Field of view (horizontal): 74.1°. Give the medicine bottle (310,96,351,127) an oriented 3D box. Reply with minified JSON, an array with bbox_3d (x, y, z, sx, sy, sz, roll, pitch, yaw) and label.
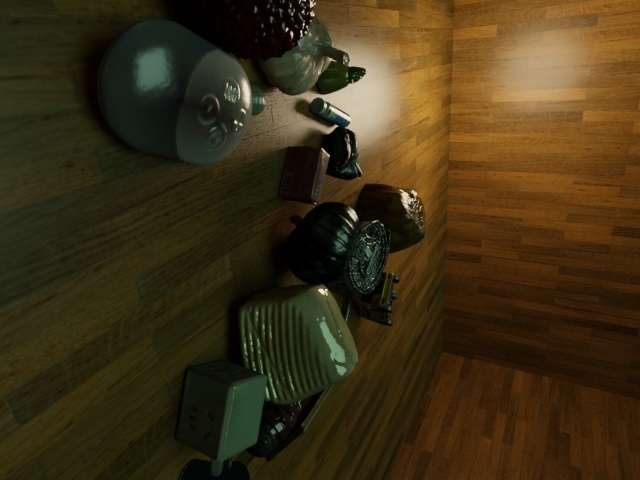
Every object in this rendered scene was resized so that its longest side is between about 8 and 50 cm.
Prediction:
[{"bbox_3d":[0.035,-0.395,1.320,0.191,0.051,0.051,-3,99,-62],"label":"medicine bottle"}]

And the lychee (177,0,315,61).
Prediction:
[{"bbox_3d":[-0.135,-0.470,0.790,0.264,0.300,0.264,6,74,-22],"label":"lychee"}]

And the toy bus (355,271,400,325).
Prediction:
[{"bbox_3d":[0.223,0.230,1.662,0.331,0.151,0.145,71,34,-65],"label":"toy bus"}]

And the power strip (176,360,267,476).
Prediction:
[{"bbox_3d":[-0.224,0.402,0.954,0.139,0.140,0.224,12,87,-62],"label":"power strip"}]

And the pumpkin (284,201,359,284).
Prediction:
[{"bbox_3d":[0.000,0.000,1.191,0.250,0.216,0.250,-47,180,0],"label":"pumpkin"}]

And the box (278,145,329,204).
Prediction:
[{"bbox_3d":[-0.045,-0.181,1.165,0.060,0.111,0.156,24,78,-61],"label":"box"}]

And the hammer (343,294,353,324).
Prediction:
[{"bbox_3d":[0.110,0.226,1.631,0.152,0.044,0.426,29,71,-61],"label":"hammer"}]

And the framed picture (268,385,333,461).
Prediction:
[{"bbox_3d":[-0.051,0.521,1.267,0.232,0.019,0.296,-44,170,-48],"label":"framed picture"}]

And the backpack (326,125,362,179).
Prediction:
[{"bbox_3d":[0.066,-0.275,1.355,0.120,0.106,0.165,14,67,-40],"label":"backpack"}]

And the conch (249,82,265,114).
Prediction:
[{"bbox_3d":[-0.160,-0.330,0.974,0.085,0.057,0.076,5,80,-63],"label":"conch"}]

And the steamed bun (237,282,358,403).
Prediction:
[{"bbox_3d":[-0.047,0.240,1.111,0.272,0.274,0.290,-44,117,-70],"label":"steamed bun"}]

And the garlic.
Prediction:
[{"bbox_3d":[-0.026,-0.462,1.024,0.218,0.212,0.218,-41,138,-51],"label":"garlic"}]

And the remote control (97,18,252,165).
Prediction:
[{"bbox_3d":[-0.243,-0.254,0.771,0.332,0.104,0.221,3,109,-61],"label":"remote control"}]

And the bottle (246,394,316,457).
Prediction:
[{"bbox_3d":[-0.122,0.463,1.167,0.156,0.143,0.271,-53,175,37],"label":"bottle"}]

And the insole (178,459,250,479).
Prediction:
[{"bbox_3d":[-0.260,0.615,1.080,0.322,0.007,0.109,55,48,-52],"label":"insole"}]

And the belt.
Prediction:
[{"bbox_3d":[0.116,0.051,1.483,0.207,0.161,0.295,47,53,-35],"label":"belt"}]

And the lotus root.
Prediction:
[{"bbox_3d":[0.290,-0.114,1.709,0.316,0.250,0.315,8,81,-57],"label":"lotus root"}]

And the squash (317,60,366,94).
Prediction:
[{"bbox_3d":[0.066,-0.491,1.266,0.105,0.132,0.105,-24,117,-60],"label":"squash"}]
